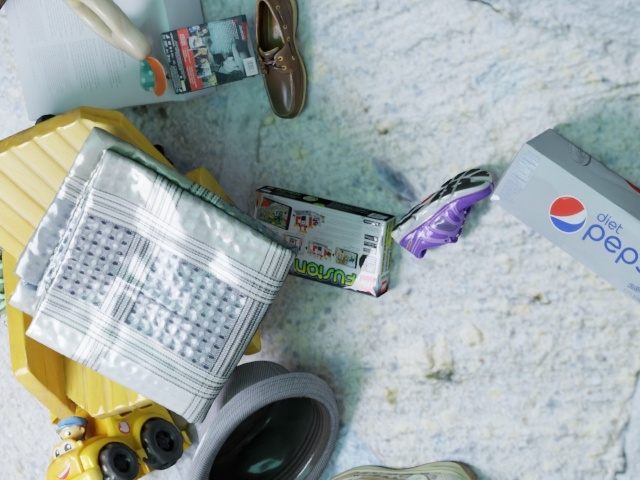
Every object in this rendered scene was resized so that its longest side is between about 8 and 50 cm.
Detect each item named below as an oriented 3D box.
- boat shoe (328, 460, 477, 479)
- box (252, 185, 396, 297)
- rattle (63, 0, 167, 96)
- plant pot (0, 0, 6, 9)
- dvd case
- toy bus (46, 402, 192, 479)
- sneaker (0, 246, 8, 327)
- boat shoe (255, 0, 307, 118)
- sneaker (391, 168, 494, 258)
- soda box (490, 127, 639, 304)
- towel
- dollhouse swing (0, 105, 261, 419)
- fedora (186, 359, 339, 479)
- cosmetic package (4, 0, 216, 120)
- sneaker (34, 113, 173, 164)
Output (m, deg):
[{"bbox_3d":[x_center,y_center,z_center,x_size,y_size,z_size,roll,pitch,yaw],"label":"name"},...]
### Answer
[{"bbox_3d":[0.085,0.377,1.820,0.285,0.089,0.105,-21,94,32],"label":"boat shoe"},{"bbox_3d":[0.000,0.000,1.791,0.207,0.036,0.114,15,111,25],"label":"box"},{"bbox_3d":[-0.247,-0.311,1.736,0.199,0.143,0.130,39,152,-4],"label":"rattle"},{"bbox_3d":[-0.502,-0.388,1.768,0.230,0.215,0.215,-36,86,18],"label":"plant pot"},{"bbox_3d":[-0.149,-0.253,1.742,0.119,0.013,0.087,-14,101,-2],"label":"dvd case"},{"bbox_3d":[-0.337,0.283,1.957,0.149,0.220,0.211,-30,83,36],"label":"toy bus"},{"bbox_3d":[-0.544,0.057,2.078,0.182,0.158,0.410,35,121,-19],"label":"sneaker"},{"bbox_3d":[-0.062,-0.251,1.740,0.064,0.060,0.178,2,105,28],"label":"boat shoe"},{"bbox_3d":[0.171,-0.034,1.685,0.071,0.068,0.170,46,130,-7],"label":"sneaker"},{"bbox_3d":[0.356,-0.015,1.556,0.286,0.098,0.091,37,119,15],"label":"soda box"},{"bbox_3d":[-0.232,0.053,1.685,0.324,0.056,0.312,31,115,0],"label":"towel"},{"bbox_3d":[-0.317,0.042,1.763,0.346,0.305,0.315,-19,65,19],"label":"dollhouse swing"},{"bbox_3d":[-0.101,0.280,1.846,0.124,0.243,0.275,47,127,44],"label":"fedora"},{"bbox_3d":[-0.320,-0.374,1.826,0.284,0.097,0.377,-3,103,31],"label":"cosmetic package"},{"bbox_3d":[-0.303,-0.121,1.869,0.130,0.087,0.227,-36,111,24],"label":"sneaker"}]
